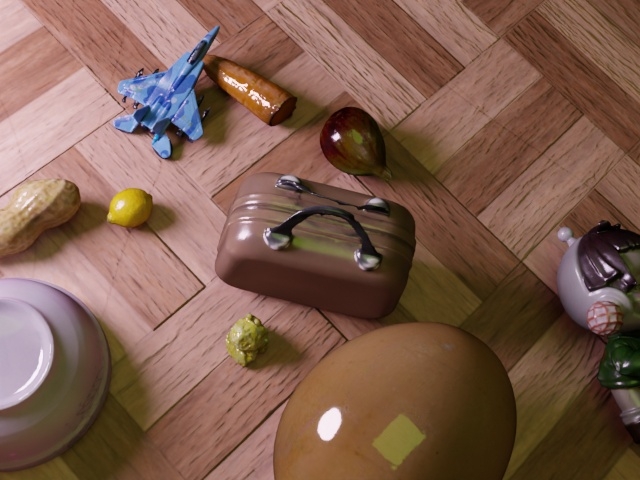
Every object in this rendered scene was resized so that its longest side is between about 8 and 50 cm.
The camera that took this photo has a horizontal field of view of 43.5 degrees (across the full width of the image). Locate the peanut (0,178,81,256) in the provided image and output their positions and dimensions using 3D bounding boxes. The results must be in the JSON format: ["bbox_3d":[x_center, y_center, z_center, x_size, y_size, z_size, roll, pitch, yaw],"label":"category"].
[{"bbox_3d":[-0.467,-0.036,1.254,0.192,0.089,0.089,-37,79,-21],"label":"peanut"}]

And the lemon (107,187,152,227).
[{"bbox_3d":[-0.308,-0.052,1.298,0.083,0.062,0.062,-31,77,-18],"label":"lemon"}]

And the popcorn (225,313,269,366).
[{"bbox_3d":[-0.117,0.155,1.256,0.059,0.068,0.083,32,104,28],"label":"popcorn"}]

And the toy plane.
[{"bbox_3d":[-0.244,-0.269,1.381,0.169,0.078,0.246,31,73,3],"label":"toy plane"}]

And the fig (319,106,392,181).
[{"bbox_3d":[0.071,-0.160,1.387,0.154,0.103,0.109,39,90,15],"label":"fig"}]

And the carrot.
[{"bbox_3d":[-0.142,-0.277,1.422,0.205,0.072,0.072,34,67,13],"label":"carrot"}]

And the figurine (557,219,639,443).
[{"bbox_3d":[0.500,0.140,1.321,0.281,0.167,0.370,-5,77,-48],"label":"figurine"}]

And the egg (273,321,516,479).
[{"bbox_3d":[0.106,0.273,1.117,0.301,0.301,0.374,42,60,8],"label":"egg"}]

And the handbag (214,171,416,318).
[{"bbox_3d":[0.000,0.000,1.213,0.301,0.283,0.149,15,69,-4],"label":"handbag"}]

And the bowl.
[{"bbox_3d":[-0.450,0.178,1.141,0.286,0.144,0.287,3,69,-8],"label":"bowl"}]
